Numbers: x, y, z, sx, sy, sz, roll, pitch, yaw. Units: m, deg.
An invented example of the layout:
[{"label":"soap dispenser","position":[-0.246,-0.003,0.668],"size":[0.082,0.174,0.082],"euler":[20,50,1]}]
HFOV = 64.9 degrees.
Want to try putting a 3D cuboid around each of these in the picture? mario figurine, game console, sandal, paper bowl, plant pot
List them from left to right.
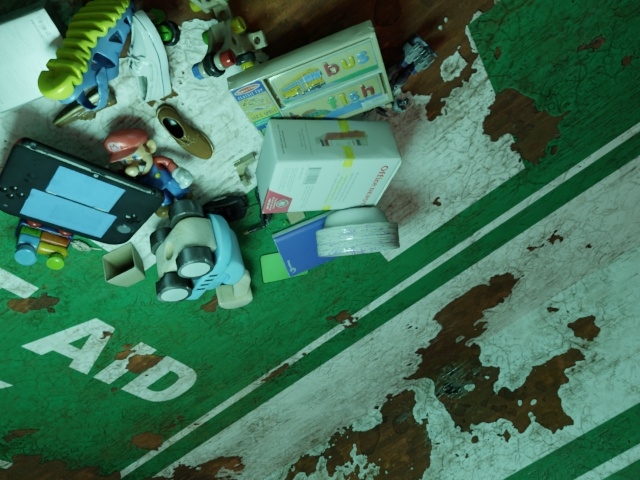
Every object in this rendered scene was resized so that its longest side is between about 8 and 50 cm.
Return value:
[{"label":"game console","position":[-0.680,-0.115,1.410],"size":[0.386,0.060,0.341],"euler":[22,146,-34]},{"label":"sandal","position":[-0.525,-0.434,1.180],"size":[0.318,0.126,0.138],"euler":[-65,154,-14]},{"label":"plant pot","position":[-0.643,0.092,1.669],"size":[0.109,0.109,0.096],"euler":[-26,146,1]},{"label":"mario figurine","position":[-0.498,-0.176,1.439],"size":[0.198,0.170,0.321],"euler":[-47,141,-13]},{"label":"paper bowl","position":[0.124,-0.028,1.718],"size":[0.283,0.148,0.284],"euler":[-6,175,-1]}]

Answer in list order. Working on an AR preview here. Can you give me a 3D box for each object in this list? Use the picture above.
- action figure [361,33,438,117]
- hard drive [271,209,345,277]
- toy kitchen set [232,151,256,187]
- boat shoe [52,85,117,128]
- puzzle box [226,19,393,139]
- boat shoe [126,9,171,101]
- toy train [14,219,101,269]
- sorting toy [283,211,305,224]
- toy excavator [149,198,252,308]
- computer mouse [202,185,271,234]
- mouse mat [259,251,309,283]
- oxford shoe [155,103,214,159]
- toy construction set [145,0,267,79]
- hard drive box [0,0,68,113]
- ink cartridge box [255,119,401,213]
[{"label":"action figure","position":[0.216,-0.481,1.516],"size":[0.185,0.099,0.285],"euler":[24,120,-41]},{"label":"hard drive","position":[0.000,0.000,1.873],"size":[0.318,0.040,0.210],"euler":[-23,133,-4]},{"label":"toy kitchen set","position":[-0.222,-0.215,1.589],"size":[0.075,0.068,0.083],"euler":[-29,134,4]},{"label":"boat shoe","position":[-0.620,-0.342,1.327],"size":[0.177,0.064,0.060],"euler":[-31,131,2]},{"label":"puzzle box","position":[-0.017,-0.419,1.394],"size":[0.408,0.052,0.272],"euler":[-18,152,12]},{"label":"boat shoe","position":[-0.431,-0.439,1.241],"size":[0.084,0.095,0.258],"euler":[-36,159,-21]},{"label":"toy train","position":[-0.790,0.032,1.527],"size":[0.247,0.143,0.105],"euler":[21,119,-34]},{"label":"sorting toy","position":[-0.100,-0.085,1.787],"size":[0.083,0.012,0.062],"euler":[-27,138,-2]},{"label":"toy excavator","position":[-0.343,0.098,1.673],"size":[0.444,0.223,0.433],"euler":[10,140,-40]},{"label":"computer mouse","position":[-0.293,-0.084,1.688],"size":[0.261,0.060,0.184],"euler":[-22,137,-10]},{"label":"mouse mat","position":[-0.136,0.094,1.932],"size":[0.189,0.007,0.153],"euler":[-11,132,-12]},{"label":"oxford shoe","position":[-0.389,-0.295,1.452],"size":[0.076,0.076,0.212],"euler":[-39,133,11]},{"label":"toy construction set","position":[-0.216,-0.556,1.227],"size":[0.308,0.258,0.237],"euler":[-37,179,33]},{"label":"hard drive box","position":[-0.705,-0.436,1.195],"size":[0.232,0.089,0.181],"euler":[-22,133,-3]},{"label":"ink cartridge box","position":[0.014,-0.225,1.554],"size":[0.384,0.161,0.279],"euler":[-4,153,-18]}]
